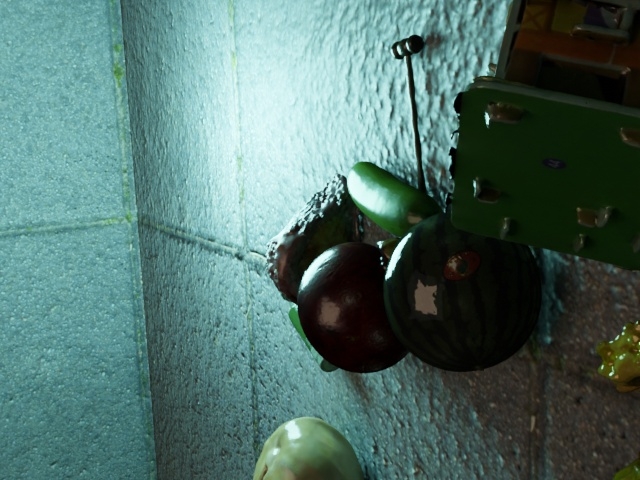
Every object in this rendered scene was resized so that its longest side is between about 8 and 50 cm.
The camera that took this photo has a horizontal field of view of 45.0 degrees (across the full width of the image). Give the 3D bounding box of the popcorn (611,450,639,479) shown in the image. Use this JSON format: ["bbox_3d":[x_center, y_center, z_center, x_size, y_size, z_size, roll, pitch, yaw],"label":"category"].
[{"bbox_3d":[0.375,0.285,0.766,0.197,0.155,0.198,11,107,39],"label":"popcorn"}]

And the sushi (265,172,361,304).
[{"bbox_3d":[-0.018,0.004,1.410,0.107,0.161,0.241,35,128,56],"label":"sushi"}]

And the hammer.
[{"bbox_3d":[0.150,-0.169,1.206,0.058,0.029,0.293,1,99,64],"label":"hammer"}]

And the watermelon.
[{"bbox_3d":[0.182,0.067,1.007,0.212,0.212,0.212,23,116,59],"label":"watermelon"}]

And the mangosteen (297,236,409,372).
[{"bbox_3d":[0.086,0.086,1.218,0.257,0.215,0.215,-41,56,25],"label":"mangosteen"}]

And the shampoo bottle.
[{"bbox_3d":[-0.019,0.173,1.555,0.204,0.065,0.065,53,140,43],"label":"shampoo bottle"}]

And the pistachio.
[{"bbox_3d":[-0.017,0.491,1.471,0.230,0.229,0.309,-8,106,62],"label":"pistachio"}]

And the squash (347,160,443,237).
[{"bbox_3d":[0.109,-0.061,1.220,0.292,0.082,0.082,-137,47,-62],"label":"squash"}]

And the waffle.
[{"bbox_3d":[0.354,0.088,0.735,0.211,0.160,0.055,-55,50,51],"label":"waffle"}]

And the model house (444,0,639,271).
[{"bbox_3d":[0.288,-0.166,0.798,0.358,0.242,0.313,67,-139,-67],"label":"model house"}]
